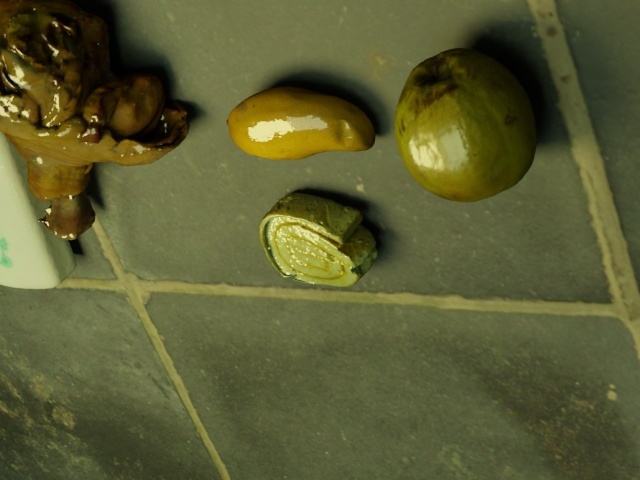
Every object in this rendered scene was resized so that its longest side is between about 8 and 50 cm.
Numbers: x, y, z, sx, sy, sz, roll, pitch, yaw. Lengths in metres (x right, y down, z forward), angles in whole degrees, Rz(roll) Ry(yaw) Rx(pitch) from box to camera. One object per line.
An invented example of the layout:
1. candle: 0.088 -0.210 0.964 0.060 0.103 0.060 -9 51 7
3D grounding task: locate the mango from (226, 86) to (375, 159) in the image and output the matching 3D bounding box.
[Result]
1. mango: -0.029 -0.137 1.648 0.190 0.075 0.098 4 144 30

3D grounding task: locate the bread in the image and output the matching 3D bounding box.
1. bread: 0.000 0.000 1.758 0.156 0.064 0.117 13 137 27

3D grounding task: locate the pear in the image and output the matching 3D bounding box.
1. pear: 0.152 -0.119 1.473 0.148 0.149 0.162 -2 124 38

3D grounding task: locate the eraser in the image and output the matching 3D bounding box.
1. eraser: -0.476 -0.074 2.025 0.189 0.104 0.290 8 131 27

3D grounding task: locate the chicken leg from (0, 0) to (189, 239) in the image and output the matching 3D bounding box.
1. chicken leg: -0.309 -0.135 1.814 0.295 0.182 0.409 11 138 7
